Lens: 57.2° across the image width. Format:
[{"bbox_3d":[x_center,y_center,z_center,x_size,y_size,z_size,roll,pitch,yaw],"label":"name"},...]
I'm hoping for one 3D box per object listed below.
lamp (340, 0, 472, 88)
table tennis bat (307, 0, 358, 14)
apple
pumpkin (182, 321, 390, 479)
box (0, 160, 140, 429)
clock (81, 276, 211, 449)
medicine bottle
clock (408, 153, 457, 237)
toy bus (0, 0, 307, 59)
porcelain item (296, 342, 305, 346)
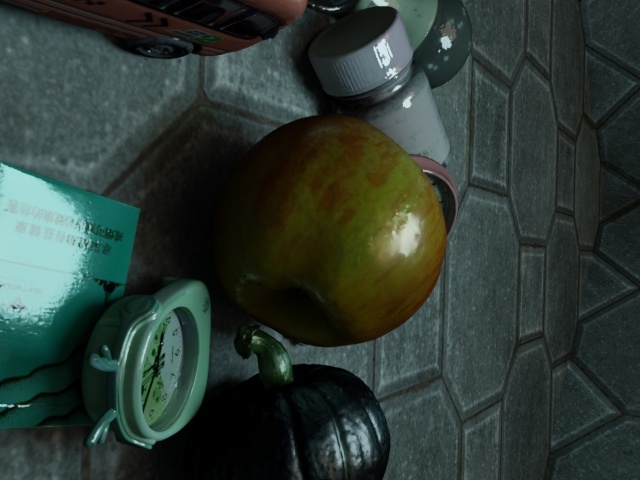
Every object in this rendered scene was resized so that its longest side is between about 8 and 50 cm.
[{"bbox_3d":[0.138,-0.370,1.003,0.313,0.181,0.182,10,83,-51],"label":"lamp"},{"bbox_3d":[-0.024,-0.379,0.855,0.150,0.027,0.236,44,62,-9],"label":"table tennis bat"},{"bbox_3d":[0.000,0.000,0.730,0.301,0.301,0.302,-2,93,-55],"label":"apple"},{"bbox_3d":[-0.047,0.215,0.700,0.248,0.248,0.248,-2,93,-55],"label":"pumpkin"},{"bbox_3d":[-0.262,0.058,0.549,0.161,0.042,0.227,22,73,-54],"label":"box"},{"bbox_3d":[-0.178,0.124,0.593,0.211,0.066,0.159,-14,108,-77],"label":"clock"},{"bbox_3d":[0.102,-0.222,0.964,0.273,0.165,0.165,58,47,-37],"label":"medicine bottle"},{"bbox_3d":[0.114,-0.034,0.966,0.244,0.056,0.244,-12,130,-15],"label":"clock"},{"bbox_3d":[-0.182,-0.300,0.489,0.427,0.233,0.203,-4,94,-55],"label":"toy bus"},{"bbox_3d":[-0.037,0.135,0.890,0.083,0.028,0.036,45,53,-48],"label":"porcelain item"}]
